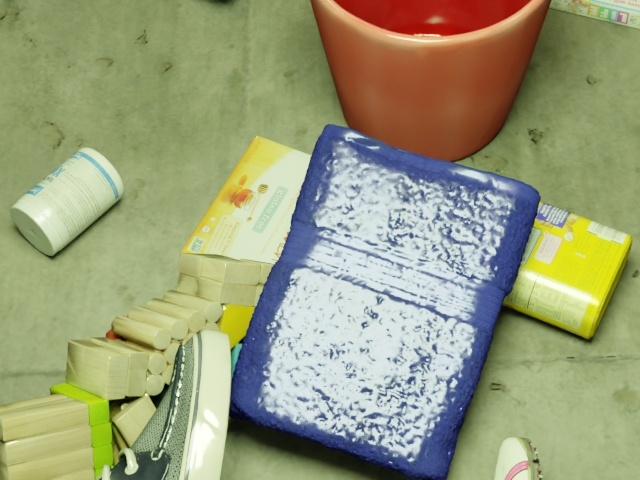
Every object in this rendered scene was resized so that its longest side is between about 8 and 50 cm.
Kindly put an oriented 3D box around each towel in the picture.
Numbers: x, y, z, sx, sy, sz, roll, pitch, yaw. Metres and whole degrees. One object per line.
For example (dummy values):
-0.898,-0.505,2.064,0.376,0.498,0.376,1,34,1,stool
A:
0.060,0.060,1.316,0.227,0.076,0.308,18,75,8,towel

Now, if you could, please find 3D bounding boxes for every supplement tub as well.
-0.269,-0.043,1.464,0.071,0.071,0.107,34,61,24,supplement tub

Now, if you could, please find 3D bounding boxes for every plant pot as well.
0.115,-0.230,1.476,0.274,0.243,0.275,-1,54,1,plant pot

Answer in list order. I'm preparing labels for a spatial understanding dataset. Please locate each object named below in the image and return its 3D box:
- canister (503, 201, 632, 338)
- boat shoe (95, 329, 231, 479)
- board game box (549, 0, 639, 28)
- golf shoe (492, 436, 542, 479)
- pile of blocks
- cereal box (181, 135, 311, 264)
0.218,0.018,1.397,0.169,0.073,0.126,22,58,16,canister
-0.173,0.230,1.189,0.158,0.127,0.341,10,65,-6,boat shoe
0.360,-0.308,1.655,0.154,0.026,0.103,17,56,14,board game box
0.157,0.258,1.228,0.085,0.067,0.186,5,55,8,golf shoe
-0.179,0.136,1.317,0.362,0.149,0.112,-36,26,-27,pile of blocks
0.000,0.000,1.434,0.240,0.047,0.173,20,59,16,cereal box
